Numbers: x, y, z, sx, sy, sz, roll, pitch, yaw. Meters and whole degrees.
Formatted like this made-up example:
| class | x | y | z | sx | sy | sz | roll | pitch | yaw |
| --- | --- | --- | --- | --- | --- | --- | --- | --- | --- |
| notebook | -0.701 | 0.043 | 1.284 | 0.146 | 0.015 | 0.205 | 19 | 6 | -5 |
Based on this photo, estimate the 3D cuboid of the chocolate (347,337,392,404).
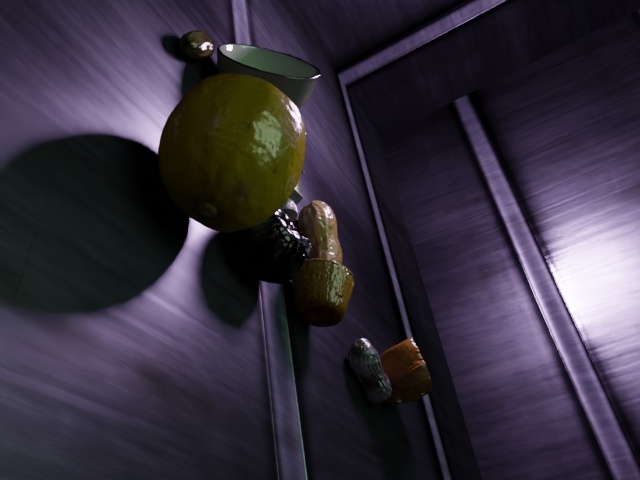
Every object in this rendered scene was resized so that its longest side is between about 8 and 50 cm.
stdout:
| class | x | y | z | sx | sy | sz | roll | pitch | yaw |
| --- | --- | --- | --- | --- | --- | --- | --- | --- | --- |
| chocolate | 0.168 | 0.449 | 2.034 | 0.248 | 0.110 | 0.110 | 63 | 18 | -9 |

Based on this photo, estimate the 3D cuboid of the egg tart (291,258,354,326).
| class | x | y | z | sx | sy | sz | roll | pitch | yaw |
| --- | --- | --- | --- | --- | --- | --- | --- | --- | --- |
| egg tart | -0.003 | 0.166 | 1.807 | 0.202 | 0.203 | 0.147 | 50 | 38 | -40 |

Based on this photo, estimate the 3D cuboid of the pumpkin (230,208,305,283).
| class | x | y | z | sx | sy | sz | roll | pitch | yaw |
| --- | --- | --- | --- | --- | --- | --- | --- | --- | --- |
| pumpkin | -0.139 | 0.009 | 1.616 | 0.233 | 0.163 | 0.233 | 57 | 8 | -13 |

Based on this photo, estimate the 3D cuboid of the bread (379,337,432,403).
| class | x | y | z | sx | sy | sz | roll | pitch | yaw |
| --- | --- | --- | --- | --- | --- | --- | --- | --- | --- |
| bread | 0.294 | 0.492 | 2.190 | 0.340 | 0.179 | 0.194 | 70 | -1 | -65 |

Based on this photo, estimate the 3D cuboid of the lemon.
| class | x | y | z | sx | sy | sz | roll | pitch | yaw |
| --- | --- | --- | --- | --- | --- | --- | --- | --- | --- |
| lemon | -0.215 | -0.179 | 1.391 | 0.364 | 0.364 | 0.364 | 54 | 21 | -32 |

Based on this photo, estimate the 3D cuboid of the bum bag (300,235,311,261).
| class | x | y | z | sx | sy | sz | roll | pitch | yaw |
| --- | --- | --- | --- | --- | --- | --- | --- | --- | --- |
| bum bag | -0.118 | -0.008 | 1.818 | 0.248 | 0.060 | 0.123 | 28 | 43 | -29 |

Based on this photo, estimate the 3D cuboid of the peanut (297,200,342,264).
| class | x | y | z | sx | sy | sz | roll | pitch | yaw |
| --- | --- | --- | --- | --- | --- | --- | --- | --- | --- |
| peanut | 0.000 | 0.000 | 2.080 | 0.149 | 0.149 | 0.313 | 33 | 44 | -60 |

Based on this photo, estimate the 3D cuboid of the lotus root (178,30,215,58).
| class | x | y | z | sx | sy | sz | roll | pitch | yaw |
| --- | --- | --- | --- | --- | --- | --- | --- | --- | --- |
| lotus root | -0.383 | -0.601 | 1.846 | 0.089 | 0.080 | 0.179 | 43 | 23 | -1 |

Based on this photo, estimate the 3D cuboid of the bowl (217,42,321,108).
| class | x | y | z | sx | sy | sz | roll | pitch | yaw |
| --- | --- | --- | --- | --- | --- | --- | --- | --- | --- |
| bowl | -0.189 | -0.522 | 2.019 | 0.354 | 0.354 | 0.185 | -77 | -177 | -62 |

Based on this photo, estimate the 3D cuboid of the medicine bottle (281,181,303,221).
| class | x | y | z | sx | sy | sz | roll | pitch | yaw |
| --- | --- | --- | --- | --- | --- | --- | --- | --- | --- |
| medicine bottle | -0.129 | -0.152 | 1.903 | 0.088 | 0.132 | 0.188 | 41 | 31 | -53 |
